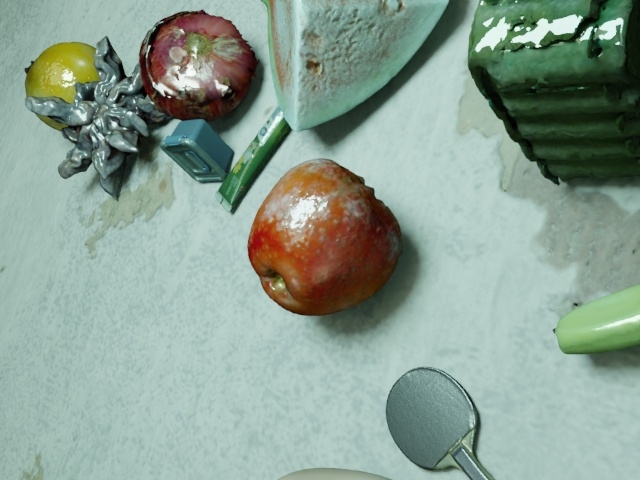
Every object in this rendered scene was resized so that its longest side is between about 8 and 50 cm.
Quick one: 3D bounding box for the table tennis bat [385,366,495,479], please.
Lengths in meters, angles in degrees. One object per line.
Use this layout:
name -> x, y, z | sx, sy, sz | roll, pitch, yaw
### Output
table tennis bat -> 0.126, 0.198, 0.610 | 0.095, 0.014, 0.158 | -49, 51, 9

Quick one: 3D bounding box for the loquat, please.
loquat -> -0.460, -0.282, 1.128 | 0.204, 0.149, 0.172 | 40, 98, 22

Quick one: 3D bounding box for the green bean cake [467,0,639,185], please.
green bean cake -> 0.242, -0.203, 0.531 | 0.132, 0.241, 0.255 | 2, 75, 41

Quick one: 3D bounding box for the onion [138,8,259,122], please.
onion -> -0.189, -0.262, 0.942 | 0.183, 0.147, 0.184 | 0, 79, 0

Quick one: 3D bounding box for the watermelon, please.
watermelon -> -0.012, -0.285, 0.762 | 0.319, 0.213, 0.290 | 18, 86, 27

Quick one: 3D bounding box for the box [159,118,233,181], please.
box -> -0.182, -0.137, 0.907 | 0.074, 0.099, 0.054 | 4, 61, 37

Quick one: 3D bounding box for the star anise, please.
star anise -> -0.362, -0.210, 1.029 | 0.282, 0.129, 0.212 | -43, 83, 3

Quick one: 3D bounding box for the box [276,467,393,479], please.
box -> 0.020, 0.305, 0.599 | 0.200, 0.088, 0.146 | -8, 67, 34

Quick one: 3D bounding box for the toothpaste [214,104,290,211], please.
toothpaste -> -0.089, -0.133, 0.878 | 0.204, 0.031, 0.049 | -53, 51, 10

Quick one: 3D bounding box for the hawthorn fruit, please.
hawthorn fruit -> 0.000, 0.000, 0.681 | 0.172, 0.173, 0.173 | -13, 66, 32

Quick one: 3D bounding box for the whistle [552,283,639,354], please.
whistle -> 0.341, 0.041, 0.465 | 0.294, 0.141, 0.141 | -44, 51, 38
